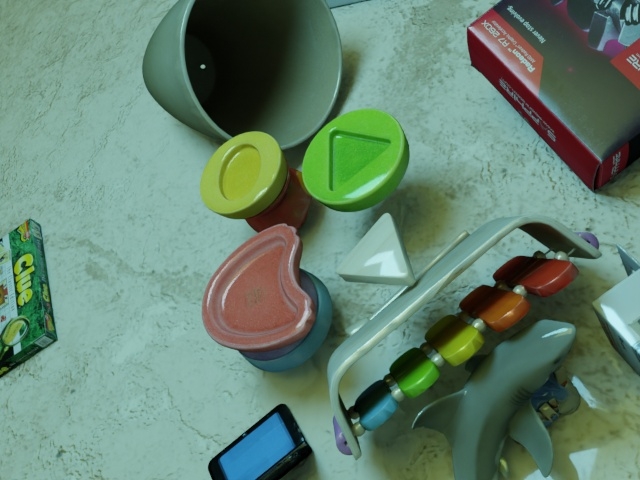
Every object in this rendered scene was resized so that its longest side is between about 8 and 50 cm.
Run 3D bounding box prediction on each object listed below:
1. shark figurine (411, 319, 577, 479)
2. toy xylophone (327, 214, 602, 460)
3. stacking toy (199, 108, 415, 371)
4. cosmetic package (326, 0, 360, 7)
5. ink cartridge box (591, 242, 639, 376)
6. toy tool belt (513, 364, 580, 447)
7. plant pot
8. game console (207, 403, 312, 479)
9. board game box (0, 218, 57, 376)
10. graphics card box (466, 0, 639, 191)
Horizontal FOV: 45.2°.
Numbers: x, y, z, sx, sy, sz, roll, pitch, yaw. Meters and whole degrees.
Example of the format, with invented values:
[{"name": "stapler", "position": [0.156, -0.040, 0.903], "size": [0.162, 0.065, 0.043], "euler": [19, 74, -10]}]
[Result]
[{"name": "shark figurine", "position": [0.137, 0.201, 0.713], "size": [0.166, 0.116, 0.278], "euler": [6, 87, 63]}, {"name": "toy xylophone", "position": [0.124, 0.076, 0.791], "size": [0.323, 0.236, 0.081], "euler": [-40, 91, 8]}, {"name": "stacking toy", "position": [0.000, 0.000, 0.930], "size": [0.280, 0.130, 0.308], "euler": [-17, 56, 22]}, {"name": "cosmetic package", "position": [0.021, -0.440, 1.218], "size": [0.231, 0.117, 0.085], "euler": [-1, 60, 29]}, {"name": "ink cartridge box", "position": [0.312, 0.097, 0.696], "size": [0.060, 0.104, 0.180], "euler": [-38, 48, 6]}, {"name": "toy tool belt", "position": [0.212, 0.159, 0.750], "size": [0.083, 0.051, 0.052], "euler": [-45, 48, -2]}, {"name": "plant pot", "position": [-0.150, -0.259, 1.141], "size": [0.274, 0.256, 0.256], "euler": [8, 64, 54]}, {"name": "game console", "position": [-0.078, 0.247, 0.856], "size": [0.122, 0.107, 0.071], "euler": [-40, 77, 3]}, {"name": "board game box", "position": [-0.498, 0.091, 1.236], "size": [0.136, 0.030, 0.259], "euler": [-32, 49, 6]}, {"name": "graphics card box", "position": [0.380, -0.259, 0.861], "size": [0.371, 0.094, 0.232], "euler": [-37, 66, 3]}]
